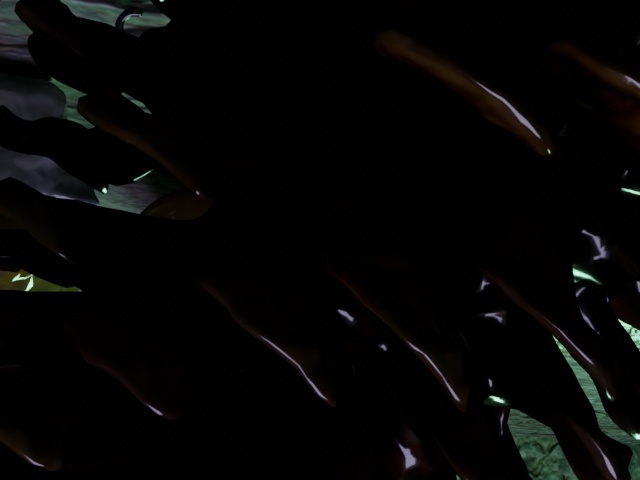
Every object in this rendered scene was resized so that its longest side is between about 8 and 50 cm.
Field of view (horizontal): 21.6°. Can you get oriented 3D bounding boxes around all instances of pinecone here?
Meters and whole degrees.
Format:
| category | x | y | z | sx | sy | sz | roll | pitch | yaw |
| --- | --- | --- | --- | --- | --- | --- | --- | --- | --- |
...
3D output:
| category | x | y | z | sx | sy | sz | roll | pitch | yaw |
| --- | --- | --- | --- | --- | --- | --- | --- | --- | --- |
| pinecone | 0.002 | 0.002 | 0.498 | 0.246 | 0.292 | 0.246 | 37 | 170 | 8 |

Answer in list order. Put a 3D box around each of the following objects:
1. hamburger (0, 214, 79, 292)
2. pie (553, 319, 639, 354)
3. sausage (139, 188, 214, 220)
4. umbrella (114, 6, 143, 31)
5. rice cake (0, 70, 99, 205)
| category | x | y | z | sx | sy | sz | roll | pitch | yaw |
| --- | --- | --- | --- | --- | --- | --- | --- | --- | --- |
| hamburger | -0.275 | 0.028 | 0.919 | 0.304 | 0.174 | 0.284 | 8 | -174 | -21 |
| pie | 0.225 | 0.057 | 1.238 | 0.240 | 0.054 | 0.240 | 7 | 168 | 1 |
| sausage | -0.071 | 0.022 | 1.102 | 0.098 | 0.098 | 0.238 | 3 | 171 | 8 |
| umbrella | -0.014 | -0.086 | 0.707 | 0.149 | 0.022 | 0.022 | 3 | -154 | 8 |
| rice cake | -0.298 | -0.075 | 0.781 | 0.399 | 0.064 | 0.070 | 10 | 179 | -22 |
